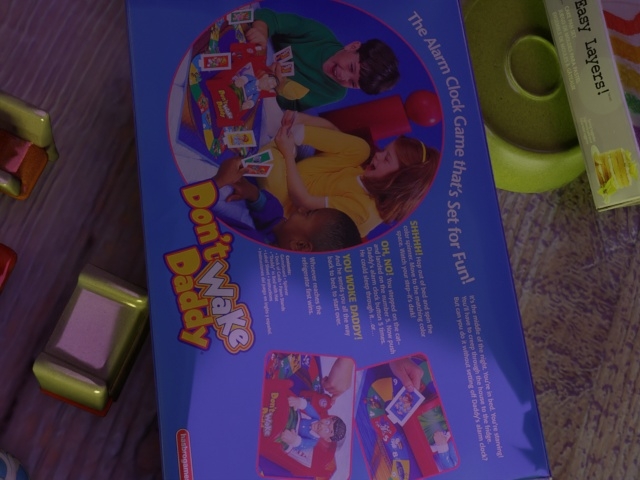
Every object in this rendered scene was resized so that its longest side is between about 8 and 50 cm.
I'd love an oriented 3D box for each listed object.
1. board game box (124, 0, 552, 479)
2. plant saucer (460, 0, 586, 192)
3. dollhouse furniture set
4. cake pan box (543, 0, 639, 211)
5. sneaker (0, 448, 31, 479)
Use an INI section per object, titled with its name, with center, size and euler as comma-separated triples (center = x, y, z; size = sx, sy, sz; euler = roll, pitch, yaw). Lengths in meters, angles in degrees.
[board game box]
center = 0.000, 0.000, 0.594
size = 0.233, 0.078, 0.347
euler = -5, 75, -9
[plant saucer]
center = 0.206, -0.168, 0.883
size = 0.241, 0.037, 0.241
euler = 3, 81, -20
[dollhouse furniture set]
center = -0.258, 0.036, 0.647
size = 0.259, 0.135, 0.262
euler = 24, 74, -4
[cake pan box]
center = 0.349, -0.165, 0.893
size = 0.267, 0.070, 0.245
euler = -8, 86, -37
[sneaker]
center = -0.266, 0.259, 0.604
size = 0.085, 0.086, 0.237
euler = 13, 73, 4
